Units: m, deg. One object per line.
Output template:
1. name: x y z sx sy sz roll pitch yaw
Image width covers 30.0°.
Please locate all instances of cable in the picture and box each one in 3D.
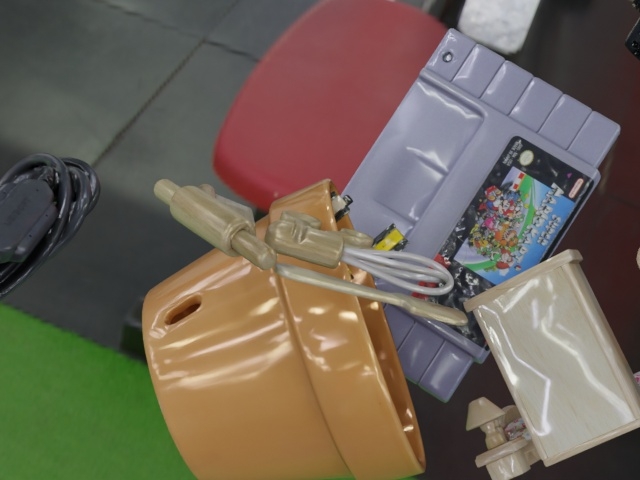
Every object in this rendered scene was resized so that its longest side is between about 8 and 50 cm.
1. cable: -0.184 0.019 0.627 0.047 0.150 0.184 43 26 -15

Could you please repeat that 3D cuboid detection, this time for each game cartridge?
1. game cartridge: 0.143 -0.029 1.302 0.230 0.068 0.355 32 85 16

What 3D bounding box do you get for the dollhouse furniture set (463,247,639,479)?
1. dollhouse furniture set: 0.301 0.105 1.249 0.355 0.303 0.174 1 62 -65

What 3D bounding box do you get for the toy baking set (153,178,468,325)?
1. toy baking set: -0.006 -0.001 0.909 0.196 0.030 0.256 8 15 -34

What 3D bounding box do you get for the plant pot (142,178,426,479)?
1. plant pot: -0.039 0.110 1.138 0.203 0.291 0.291 -19 44 6

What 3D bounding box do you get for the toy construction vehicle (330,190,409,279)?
1. toy construction vehicle: 0.022 0.004 1.109 0.086 0.098 0.035 48 11 7

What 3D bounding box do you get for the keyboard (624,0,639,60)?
1. keyboard: 0.443 -0.302 1.524 0.100 0.192 0.038 39 48 14
